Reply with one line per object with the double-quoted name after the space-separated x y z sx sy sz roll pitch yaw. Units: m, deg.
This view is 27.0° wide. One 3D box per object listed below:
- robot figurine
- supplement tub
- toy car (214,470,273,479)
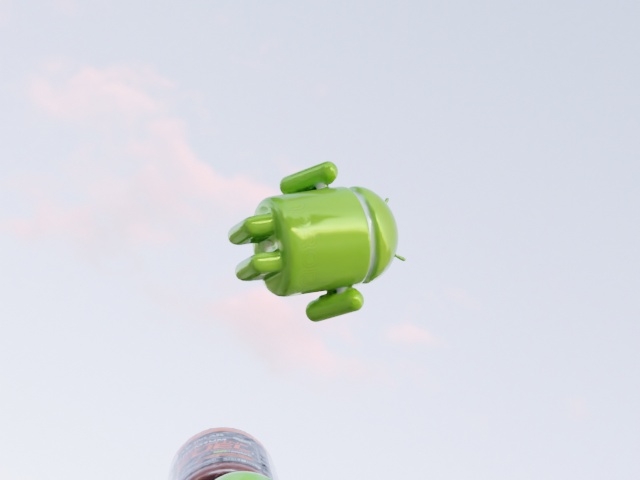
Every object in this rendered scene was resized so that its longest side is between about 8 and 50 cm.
0.000 0.000 0.869 0.115 0.101 0.067 -8 -11 -24 "robot figurine"
-0.088 0.230 1.199 0.106 0.106 0.198 27 1 -8 "supplement tub"
-0.087 0.239 0.889 0.239 0.225 0.053 -11 -51 28 "toy car"
